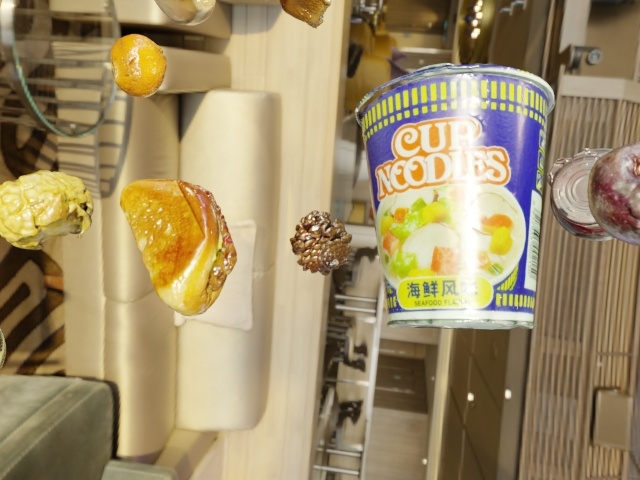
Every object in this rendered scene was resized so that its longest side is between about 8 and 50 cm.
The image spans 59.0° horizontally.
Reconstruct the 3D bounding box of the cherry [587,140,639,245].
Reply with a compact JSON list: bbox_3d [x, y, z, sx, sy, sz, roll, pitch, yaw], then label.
[{"bbox_3d":[0.565,-0.073,0.981,0.195,0.195,0.195,6,90,-83],"label":"cherry"}]

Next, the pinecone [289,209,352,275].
[{"bbox_3d":[0.000,0.000,1.437,0.173,0.173,0.174,6,90,-83],"label":"pinecone"}]

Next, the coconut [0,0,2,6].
[{"bbox_3d":[-0.694,-0.501,1.023,0.266,0.237,0.237,73,21,-44],"label":"coconut"}]

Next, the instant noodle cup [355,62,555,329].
[{"bbox_3d":[0.187,-0.035,0.781,0.284,0.284,0.312,63,27,-78],"label":"instant noodle cup"}]

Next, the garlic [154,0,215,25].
[{"bbox_3d":[-0.256,-0.471,0.936,0.228,0.110,0.217,58,-18,28],"label":"garlic"}]

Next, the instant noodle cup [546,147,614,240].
[{"bbox_3d":[0.730,-0.128,1.516,0.181,0.302,0.258,1,112,-55],"label":"instant noodle cup"}]

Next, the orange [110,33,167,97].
[{"bbox_3d":[-0.400,-0.384,1.250,0.135,0.117,0.136,173,-90,-69],"label":"orange"}]

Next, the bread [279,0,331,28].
[{"bbox_3d":[-0.041,-0.562,1.331,0.044,0.126,0.129,-61,-169,-27],"label":"bread"}]

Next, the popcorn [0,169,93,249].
[{"bbox_3d":[-0.711,-0.077,1.437,0.250,0.250,0.190,18,61,-83],"label":"popcorn"}]

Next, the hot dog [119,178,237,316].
[{"bbox_3d":[-0.347,-0.017,1.448,0.405,0.223,0.185,57,1,28],"label":"hot dog"}]

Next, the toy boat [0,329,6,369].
[{"bbox_3d":[-0.718,0.241,1.219,0.172,0.065,0.066,-120,-154,-43],"label":"toy boat"}]
